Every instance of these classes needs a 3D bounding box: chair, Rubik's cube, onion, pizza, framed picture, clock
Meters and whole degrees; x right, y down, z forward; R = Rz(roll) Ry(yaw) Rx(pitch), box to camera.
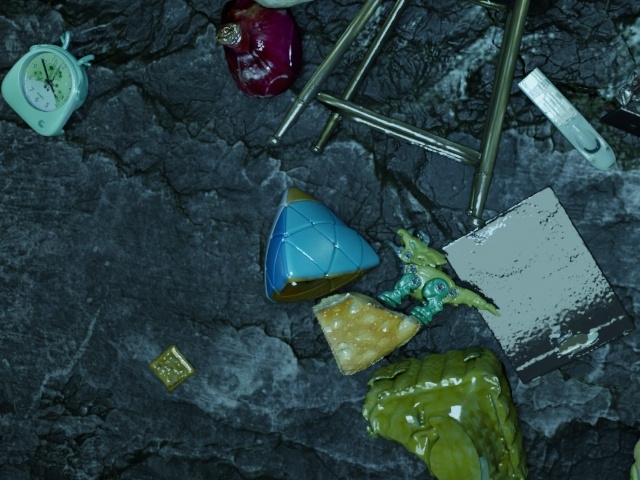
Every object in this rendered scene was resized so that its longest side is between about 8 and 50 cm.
[{"bbox_3d":[0.182,-0.286,1.209,0.361,0.364,0.410,23,99,8],"label":"chair"},{"bbox_3d":[0.000,0.000,1.404,0.254,0.254,0.255,2,99,12],"label":"Rubik's cube"},{"bbox_3d":[-0.119,-0.370,1.323,0.139,0.218,0.195,-1,89,14],"label":"onion"},{"bbox_3d":[0.094,0.162,1.442,0.204,0.081,0.188,-25,116,9],"label":"pizza"},{"bbox_3d":[0.421,0.092,1.386,0.244,0.013,0.324,-31,92,16],"label":"framed picture"},{"bbox_3d":[-0.564,-0.338,1.509,0.211,0.066,0.159,-44,88,15],"label":"clock"}]

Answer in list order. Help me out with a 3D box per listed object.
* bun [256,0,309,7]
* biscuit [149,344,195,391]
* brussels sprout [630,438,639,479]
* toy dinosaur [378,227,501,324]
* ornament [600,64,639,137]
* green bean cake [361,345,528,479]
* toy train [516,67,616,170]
[{"bbox_3d":[-0.071,-0.535,1.249,0.239,0.141,0.239,-3,75,13],"label":"bun"},{"bbox_3d":[-0.331,0.284,1.582,0.083,0.018,0.081,-38,89,15],"label":"biscuit"},{"bbox_3d":[0.710,0.468,1.277,0.294,0.227,0.259,43,91,11],"label":"brussels sprout"},{"bbox_3d":[0.225,0.097,1.383,0.259,0.094,0.153,37,81,6],"label":"toy dinosaur"},{"bbox_3d":[0.603,-0.277,1.227,0.166,0.153,0.196,24,94,7],"label":"ornament"},{"bbox_3d":[0.241,0.383,1.377,0.284,0.202,0.310,-17,95,17],"label":"green bean cake"},{"bbox_3d":[0.459,-0.218,1.306,0.052,0.051,0.234,-43,88,19],"label":"toy train"}]
